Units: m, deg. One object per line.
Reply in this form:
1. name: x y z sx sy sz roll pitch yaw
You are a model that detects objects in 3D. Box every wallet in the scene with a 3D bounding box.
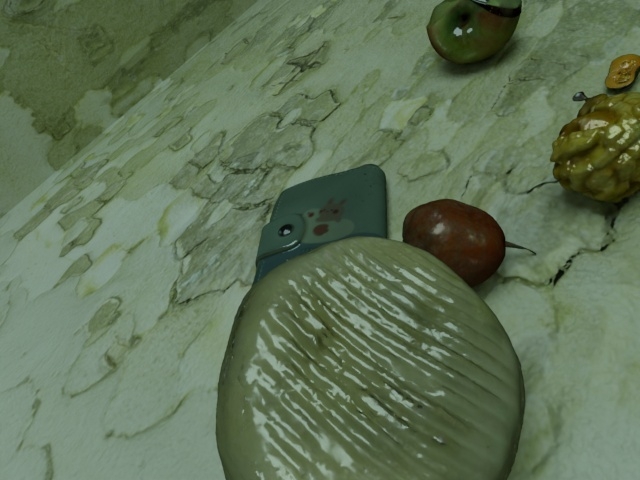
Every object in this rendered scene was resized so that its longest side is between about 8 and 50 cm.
1. wallet: 0.000 0.000 0.801 0.252 0.083 0.360 -9 45 16

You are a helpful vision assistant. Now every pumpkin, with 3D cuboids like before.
1. pumpkin: 0.558 -0.304 0.792 0.050 0.028 0.083 23 73 44

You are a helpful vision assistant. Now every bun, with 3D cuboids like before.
1. bun: 0.055 0.167 0.497 0.326 0.234 0.361 8 51 12

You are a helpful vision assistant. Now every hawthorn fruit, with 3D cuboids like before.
1. hawthorn fruit: 0.203 -0.003 0.635 0.189 0.149 0.149 -28 42 5

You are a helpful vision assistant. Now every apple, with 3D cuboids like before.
1. apple: 0.361 -0.516 1.008 0.207 0.173 0.188 -2 30 32

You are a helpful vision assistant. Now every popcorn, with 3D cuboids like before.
1. popcorn: 0.446 -0.143 0.632 0.163 0.140 0.194 8 44 46
